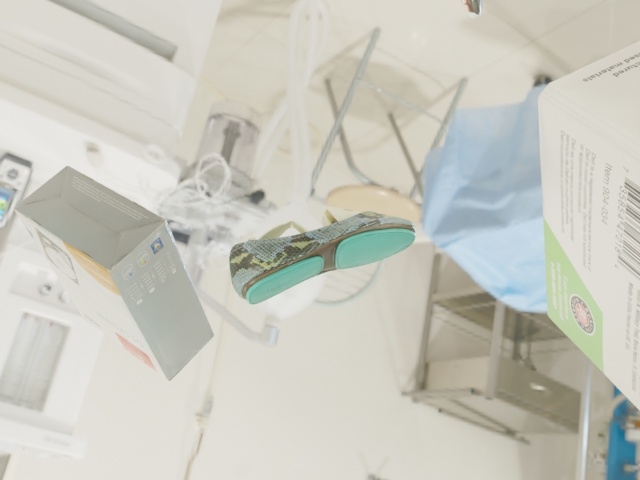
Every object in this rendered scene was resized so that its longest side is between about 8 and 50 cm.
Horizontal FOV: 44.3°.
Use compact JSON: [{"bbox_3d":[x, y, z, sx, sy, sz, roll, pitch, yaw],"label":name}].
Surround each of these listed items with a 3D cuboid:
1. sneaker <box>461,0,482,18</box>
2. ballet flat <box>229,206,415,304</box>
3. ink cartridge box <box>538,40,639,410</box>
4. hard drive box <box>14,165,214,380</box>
[{"bbox_3d":[0.214,-0.379,1.057,0.065,0.061,0.157,-6,118,12],"label":"sneaker"},{"bbox_3d":[0.000,0.000,0.750,0.189,0.070,0.070,-17,167,-22],"label":"ballet flat"},{"bbox_3d":[0.241,0.038,0.401,0.115,0.273,0.198,-26,133,-10],"label":"ink cartridge box"},{"bbox_3d":[-0.249,0.043,0.979,0.181,0.089,0.232,27,150,30],"label":"hard drive box"}]
